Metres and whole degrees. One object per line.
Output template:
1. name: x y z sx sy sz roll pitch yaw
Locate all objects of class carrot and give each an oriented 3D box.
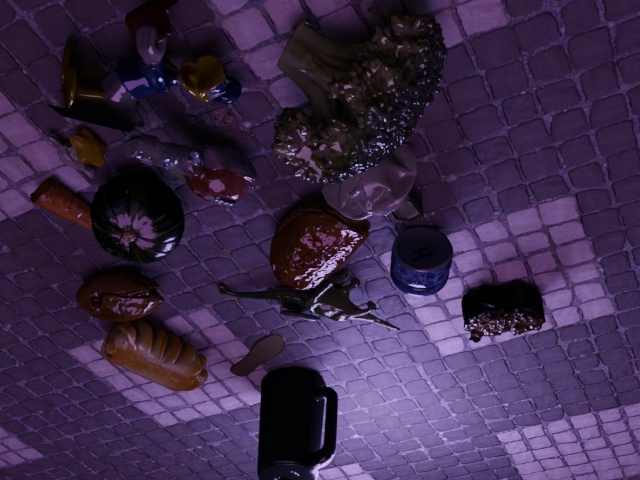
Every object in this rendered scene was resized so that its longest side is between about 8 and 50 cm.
1. carrot: -0.581 -0.072 1.871 0.072 0.072 0.205 -27 137 27

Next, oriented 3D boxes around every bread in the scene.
1. bread: -0.461 0.327 2.248 0.311 0.121 0.173 34 132 -30

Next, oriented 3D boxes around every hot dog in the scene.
1. hot dog: 0.000 0.000 1.885 0.196 0.122 0.272 22 129 -23

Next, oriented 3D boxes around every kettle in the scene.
1. kettle: -0.059 0.559 2.352 0.262 0.308 0.203 -8 137 11

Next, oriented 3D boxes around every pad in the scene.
1. pad: -0.452 -0.244 1.584 0.160 0.265 0.009 13 91 -13

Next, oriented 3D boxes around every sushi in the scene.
1. sushi: 0.478 0.184 2.072 0.213 0.115 0.147 -7 137 10

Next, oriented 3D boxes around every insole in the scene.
1. insole: -0.184 0.345 2.345 0.086 0.005 0.253 27 132 -24

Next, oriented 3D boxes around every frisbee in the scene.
1. frisbee: -0.056 0.202 2.137 0.110 0.014 0.110 10 177 0

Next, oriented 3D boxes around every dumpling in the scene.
1. dumpling: 0.113 -0.119 1.735 0.229 0.151 0.124 -24 158 24

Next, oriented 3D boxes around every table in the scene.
1. table: 0.192 -0.086 1.810 0.062 0.083 0.079 -25 132 25

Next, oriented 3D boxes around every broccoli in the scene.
1. broccoli: 0.065 -0.267 1.496 0.318 0.277 0.338 13 131 17

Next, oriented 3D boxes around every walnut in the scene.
1. walnut: -0.521 0.146 2.057 0.245 0.137 0.137 2 137 4

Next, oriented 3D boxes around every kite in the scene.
1. kite: -0.227 -0.235 1.720 0.137 0.005 0.152 19 135 -17

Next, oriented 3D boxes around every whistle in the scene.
1. whistle: -0.263 -0.154 1.675 0.346 0.142 0.133 16 99 -48

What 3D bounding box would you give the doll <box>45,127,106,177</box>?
1. doll: -0.531 -0.184 1.744 0.113 0.071 0.135 0 143 13

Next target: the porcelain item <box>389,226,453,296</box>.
1. porcelain item: 0.243 0.053 1.915 0.147 0.147 0.114 0 137 1

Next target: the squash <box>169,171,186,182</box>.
1. squash: -0.310 -0.146 1.803 0.027 0.027 0.089 -28 135 28

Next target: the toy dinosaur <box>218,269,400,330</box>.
1. toy dinosaur: -0.020 0.186 2.111 0.447 0.087 0.301 38 126 -24

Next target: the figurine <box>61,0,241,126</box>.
1. figurine: -0.308 -0.346 1.524 0.338 0.204 0.283 9 131 -26

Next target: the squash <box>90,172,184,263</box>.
1. squash: -0.417 -0.051 1.801 0.218 0.172 0.218 5 134 5
